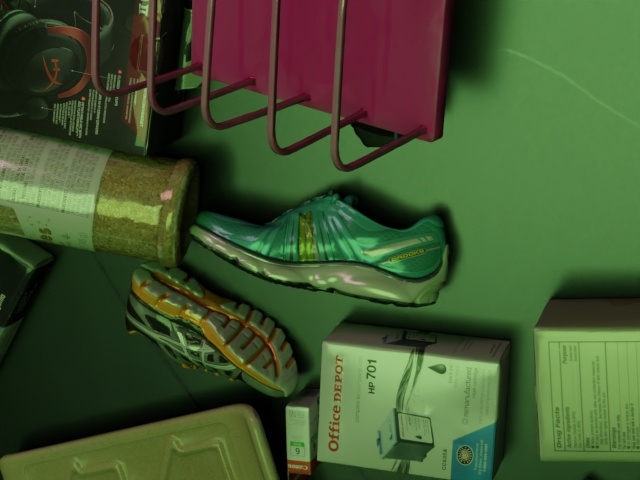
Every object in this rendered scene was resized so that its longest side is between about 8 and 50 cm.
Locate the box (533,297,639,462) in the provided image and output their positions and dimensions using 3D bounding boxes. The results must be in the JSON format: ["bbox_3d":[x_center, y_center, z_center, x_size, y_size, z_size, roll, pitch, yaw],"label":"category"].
[{"bbox_3d":[0.373,0.136,1.642,0.311,0.121,0.148,0,103,16],"label":"box"}]

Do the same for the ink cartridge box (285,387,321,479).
[{"bbox_3d":[-0.014,0.224,1.805,0.029,0.063,0.115,2,104,18],"label":"ink cartridge box"}]

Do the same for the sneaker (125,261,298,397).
[{"bbox_3d":[-0.120,0.108,1.805,0.215,0.084,0.083,34,123,9],"label":"sneaker"}]

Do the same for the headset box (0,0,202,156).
[{"bbox_3d":[-0.257,-0.221,1.739,0.293,0.110,0.218,12,107,13],"label":"headset box"}]

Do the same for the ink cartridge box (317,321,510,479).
[{"bbox_3d":[0.098,0.170,1.752,0.191,0.082,0.139,5,105,13],"label":"ink cartridge box"}]

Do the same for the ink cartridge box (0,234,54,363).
[{"bbox_3d":[-0.498,-0.001,1.891,0.371,0.069,0.175,33,110,9],"label":"ink cartridge box"}]

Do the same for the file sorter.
[{"bbox_3d":[-0.048,-0.200,1.529,0.291,0.182,0.202,19,118,30],"label":"file sorter"}]

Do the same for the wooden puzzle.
[{"bbox_3d":[-0.167,0.357,1.880,0.348,0.080,0.322,-13,99,23],"label":"wooden puzzle"}]

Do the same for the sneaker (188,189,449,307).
[{"bbox_3d":[0.000,0.000,1.743,0.275,0.107,0.110,9,86,9],"label":"sneaker"}]

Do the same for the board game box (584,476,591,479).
[{"bbox_3d":[0.328,0.362,1.757,0.201,0.035,0.136,33,110,6],"label":"board game box"}]

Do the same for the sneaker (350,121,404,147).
[{"bbox_3d":[0.018,-0.156,1.696,0.217,0.079,0.121,28,155,35],"label":"sneaker"}]

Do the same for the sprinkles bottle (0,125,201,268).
[{"bbox_3d":[-0.311,-0.060,1.765,0.355,0.121,0.121,10,106,5],"label":"sprinkles bottle"}]
